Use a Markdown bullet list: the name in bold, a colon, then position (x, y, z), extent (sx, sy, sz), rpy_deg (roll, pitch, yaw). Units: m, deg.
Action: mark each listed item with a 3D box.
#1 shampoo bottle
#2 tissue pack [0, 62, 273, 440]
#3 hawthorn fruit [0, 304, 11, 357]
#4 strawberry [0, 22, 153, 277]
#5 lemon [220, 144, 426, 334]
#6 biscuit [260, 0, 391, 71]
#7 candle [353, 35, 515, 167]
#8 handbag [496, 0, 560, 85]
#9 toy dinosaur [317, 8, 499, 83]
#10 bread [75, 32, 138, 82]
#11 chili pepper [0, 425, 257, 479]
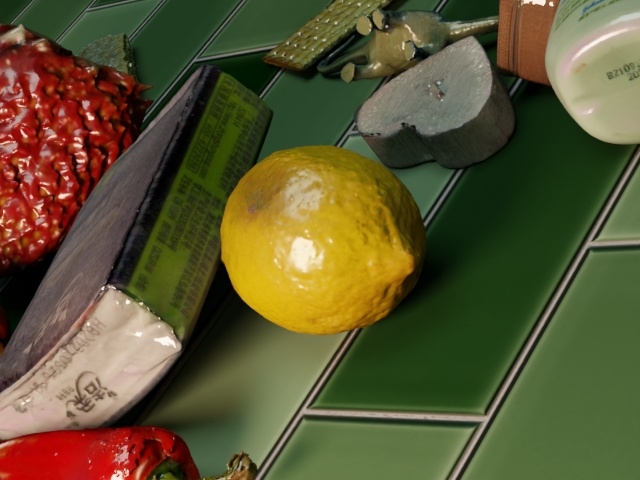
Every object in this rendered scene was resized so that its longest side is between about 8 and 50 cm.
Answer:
- **shampoo bottle**: position (0.348, -0.257, 1.697), extent (0.222, 0.151, 0.349), rpy_deg (-22, 31, 30)
- **tissue pack**: position (-0.201, 0.023, 1.776), extent (0.288, 0.124, 0.394), rpy_deg (-43, 19, 38)
- **hawthorn fruit**: position (-0.460, 0.119, 1.896), extent (0.261, 0.224, 0.224), rpy_deg (-4, 38, 18)
- **strawberry**: position (-0.395, -0.101, 2.136), extent (0.292, 0.292, 0.343), rpy_deg (9, 64, 51)
- **lemon**: position (0.000, 0.000, 1.624), extent (0.257, 0.188, 0.188), rpy_deg (8, 49, 48)
- **biscuit**: position (0.034, -0.304, 2.218), extent (0.231, 0.016, 0.139), rpy_deg (-40, 24, -12)
- **candle**: position (0.140, -0.154, 1.835), extent (0.192, 0.068, 0.168), rpy_deg (6, 51, 47)
- **handbag**: position (0.254, -0.276, 1.815), extent (0.072, 0.151, 0.193), rpy_deg (16, 50, 20)
- **toy dinosaur**: position (0.100, -0.237, 1.992), extent (0.363, 0.076, 0.147), rpy_deg (-8, 0, 43)
- **bread**: position (-0.365, -0.219, 2.468), extent (0.207, 0.056, 0.286), rpy_deg (-30, 27, 2)
- **chili pepper**: position (-0.220, 0.226, 1.583), extent (0.388, 0.110, 0.110), rpy_deg (-4, 40, 45)
